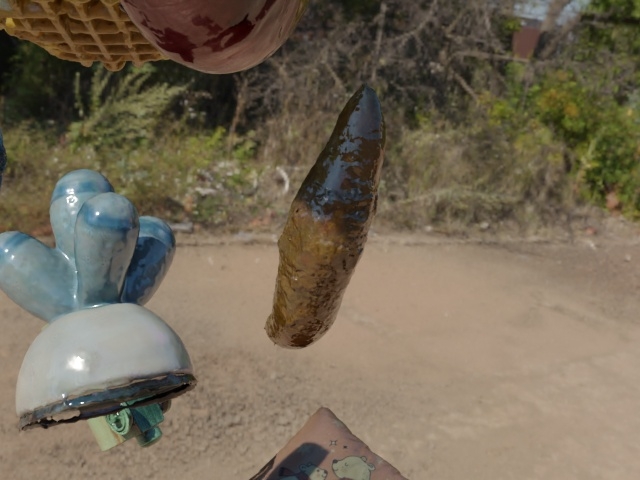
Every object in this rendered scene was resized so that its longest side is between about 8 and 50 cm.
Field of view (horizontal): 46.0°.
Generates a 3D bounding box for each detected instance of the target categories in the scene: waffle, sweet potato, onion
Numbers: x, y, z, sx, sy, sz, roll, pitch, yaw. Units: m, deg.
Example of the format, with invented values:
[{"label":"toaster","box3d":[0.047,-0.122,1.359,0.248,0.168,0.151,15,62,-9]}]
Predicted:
[{"label":"waffle","box3d":[-0.327,-0.317,1.089,0.329,0.062,0.329,-1,-5,0]},{"label":"sweet potato","box3d":[0.000,0.004,0.809,0.092,0.341,0.114,13,31,-9]},{"label":"onion","box3d":[-0.089,-0.355,0.776,0.286,0.347,0.348,-10,8,25]}]

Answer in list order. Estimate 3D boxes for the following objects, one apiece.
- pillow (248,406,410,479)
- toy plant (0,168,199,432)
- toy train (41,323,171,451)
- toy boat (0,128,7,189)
[{"label":"pillow","box3d":[0.007,0.367,1.037,0.223,0.084,0.236,-38,55,-24]},{"label":"toy plant","box3d":[-0.301,0.062,0.995,0.247,0.332,0.247,-13,-15,-4]},{"label":"toy train","box3d":[-0.368,0.226,1.271,0.177,0.285,0.116,-31,-4,39]},{"label":"toy boat","box3d":[-0.307,-0.038,0.642,0.060,0.137,0.061,18,4,-10]}]
